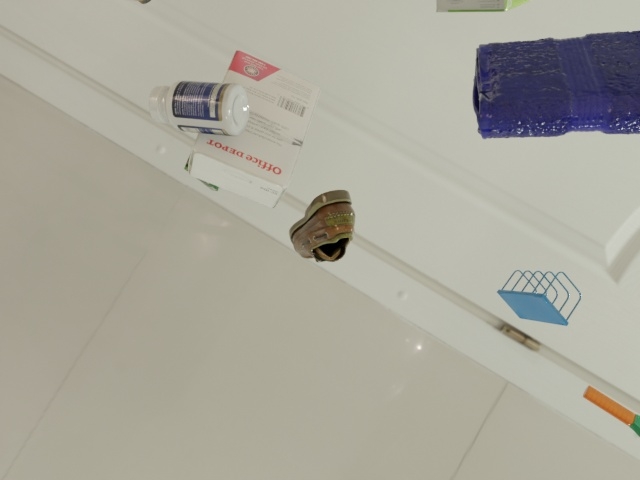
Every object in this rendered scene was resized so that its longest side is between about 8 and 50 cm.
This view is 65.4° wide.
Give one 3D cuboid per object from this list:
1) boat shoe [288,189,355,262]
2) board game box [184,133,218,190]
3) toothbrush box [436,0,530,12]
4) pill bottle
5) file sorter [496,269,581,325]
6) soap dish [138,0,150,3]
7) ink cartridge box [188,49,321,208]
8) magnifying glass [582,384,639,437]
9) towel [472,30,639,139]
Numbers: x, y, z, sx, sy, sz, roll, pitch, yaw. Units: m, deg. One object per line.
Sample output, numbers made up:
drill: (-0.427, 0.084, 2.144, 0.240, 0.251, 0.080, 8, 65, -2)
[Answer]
boat shoe: (0.000, 0.000, 1.095, 0.110, 0.105, 0.307, -11, 163, -13)
board game box: (-0.286, -0.283, 1.390, 0.136, 0.030, 0.260, 44, 61, -63)
toothbrush box: (0.478, -0.712, 1.359, 0.283, 0.206, 0.122, -35, 130, -34)
pill bottle: (-0.227, -0.248, 0.928, 0.094, 0.169, 0.094, 8, 90, -75)
file sorter: (0.610, 0.152, 1.389, 0.104, 0.118, 0.170, -48, -165, -16)
soap dish: (-0.242, -0.437, 0.630, 0.291, 0.228, 0.118, -59, 145, -12)
ink cartridge box: (-0.142, -0.241, 1.088, 0.117, 0.207, 0.283, 134, -24, -62)
magnifying glass: (0.613, 0.353, 0.939, 0.092, 0.231, 0.026, -40, 151, -38)
towel: (0.364, -0.202, 0.668, 0.228, 0.308, 0.076, -73, 158, -43)
